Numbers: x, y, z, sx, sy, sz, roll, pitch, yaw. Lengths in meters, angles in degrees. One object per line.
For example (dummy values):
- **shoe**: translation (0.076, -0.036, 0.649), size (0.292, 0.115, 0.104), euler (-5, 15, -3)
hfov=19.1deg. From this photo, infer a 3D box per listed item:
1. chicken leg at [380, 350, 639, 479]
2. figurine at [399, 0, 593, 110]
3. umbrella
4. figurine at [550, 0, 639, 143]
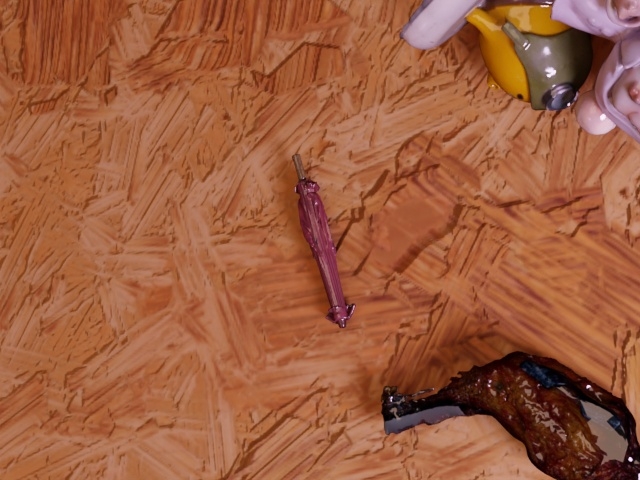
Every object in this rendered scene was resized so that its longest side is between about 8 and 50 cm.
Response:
- **chicken leg**: translation (0.162, 0.145, 1.586), size (0.253, 0.051, 0.106), euler (13, 94, 33)
- **figurine**: translation (0.202, -0.205, 1.577), size (0.250, 0.166, 0.141), euler (-43, 84, 5)
- **umbrella**: translation (0.000, 0.000, 1.709), size (0.025, 0.027, 0.165), euler (131, 127, -66)
- **figurine**: translation (0.265, -0.159, 1.486), size (0.276, 0.133, 0.200), euler (50, 142, -2)
